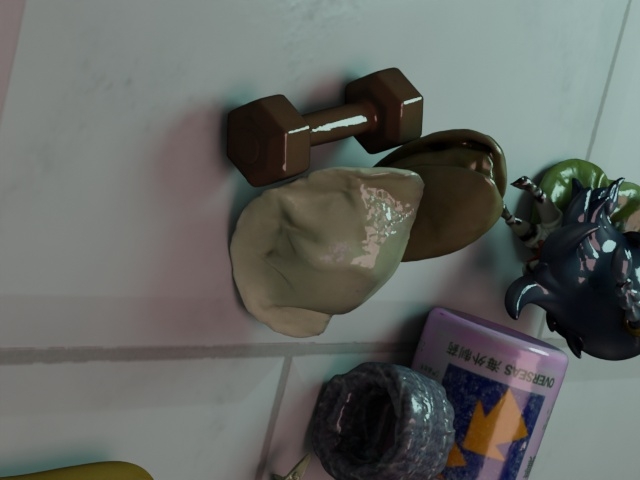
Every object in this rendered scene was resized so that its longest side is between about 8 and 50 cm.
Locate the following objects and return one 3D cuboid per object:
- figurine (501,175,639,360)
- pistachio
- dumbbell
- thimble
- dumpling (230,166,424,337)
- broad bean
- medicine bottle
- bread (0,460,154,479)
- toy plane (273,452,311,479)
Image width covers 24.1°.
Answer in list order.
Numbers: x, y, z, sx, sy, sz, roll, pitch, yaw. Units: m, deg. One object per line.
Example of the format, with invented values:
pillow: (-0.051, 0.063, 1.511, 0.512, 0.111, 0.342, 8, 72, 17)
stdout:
figurine: (0.330, 0.042, 1.846, 0.175, 0.197, 0.265, -35, 143, 28)
pistachio: (0.118, -0.048, 1.582, 0.135, 0.226, 0.136, 10, 69, -26)
dumbbell: (0.007, -0.116, 1.518, 0.231, 0.092, 0.082, -19, 90, -43)
thimble: (0.072, 0.213, 1.688, 0.097, 0.150, 0.150, 17, 93, -48)
dumpling: (0.002, -0.003, 1.511, 0.166, 0.216, 0.126, 23, 57, -24)
broad bean: (0.339, -0.031, 1.958, 0.206, 0.072, 0.153, 1, 102, -36)
medicine bottle: (0.168, 0.241, 1.782, 0.178, 0.178, 0.291, 18, 92, -51)
bread: (-0.261, 0.253, 1.381, 0.239, 0.074, 0.093, 1, 121, -47)
toy plane: (0.012, 0.358, 1.725, 0.092, 0.108, 0.286, -44, 122, -25)
